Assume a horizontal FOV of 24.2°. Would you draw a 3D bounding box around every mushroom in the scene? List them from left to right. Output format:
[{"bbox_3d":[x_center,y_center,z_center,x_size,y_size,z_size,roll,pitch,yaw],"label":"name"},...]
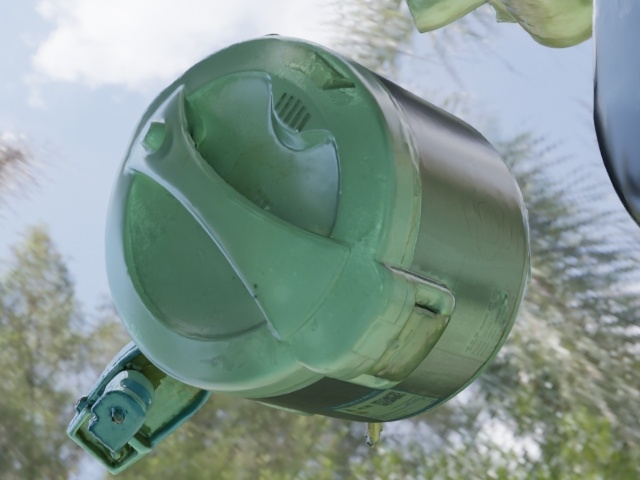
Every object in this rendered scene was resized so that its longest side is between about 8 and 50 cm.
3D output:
[{"bbox_3d":[0.185,-0.301,1.555,0.234,0.254,0.260,-38,-97,12],"label":"mushroom"}]

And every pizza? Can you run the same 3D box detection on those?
[{"bbox_3d":[0.058,0.131,1.431,0.029,0.100,0.099,2,-45,4],"label":"pizza"}]

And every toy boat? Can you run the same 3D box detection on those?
[{"bbox_3d":[-0.166,0.153,1.413,0.088,0.102,0.215,42,-64,-11],"label":"toy boat"}]

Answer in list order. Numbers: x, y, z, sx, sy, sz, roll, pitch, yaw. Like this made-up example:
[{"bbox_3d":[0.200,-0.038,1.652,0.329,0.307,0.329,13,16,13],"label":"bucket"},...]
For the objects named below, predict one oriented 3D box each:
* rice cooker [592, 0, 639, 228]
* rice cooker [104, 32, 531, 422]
[{"bbox_3d":[0.218,-0.093,0.513,0.267,0.267,0.224,-5,-87,-32],"label":"rice cooker"},{"bbox_3d":[-0.003,0.001,1.153,0.277,0.288,0.288,19,-84,-54],"label":"rice cooker"}]
